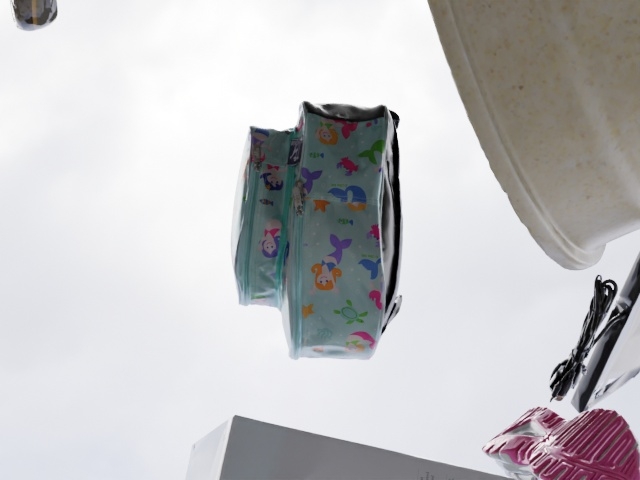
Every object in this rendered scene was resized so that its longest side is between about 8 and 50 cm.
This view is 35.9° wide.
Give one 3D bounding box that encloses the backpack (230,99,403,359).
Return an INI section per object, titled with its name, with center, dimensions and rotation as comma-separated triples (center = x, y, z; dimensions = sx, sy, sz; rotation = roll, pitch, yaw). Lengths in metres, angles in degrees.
[backpack]
center = 0.000, 0.000, 1.048
dimensions = 0.191, 0.225, 0.253
rotation = -3, -112, -5

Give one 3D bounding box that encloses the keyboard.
[keyboard]
center = 0.321, 0.064, 1.027
dimensions = 0.201, 0.317, 0.033
rotation = -23, -131, -35

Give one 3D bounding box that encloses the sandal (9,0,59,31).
[sandal]
center = -0.110, -0.189, 0.454
dimensions = 0.060, 0.219, 0.090
rotation = 1, -134, -21

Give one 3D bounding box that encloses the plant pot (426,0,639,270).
[plant pot]
center = 0.265, -0.179, 0.627
dimensions = 0.305, 0.334, 0.333
rotation = -17, -143, 27

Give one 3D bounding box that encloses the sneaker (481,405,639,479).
[sneaker]
center = 0.260, 0.236, 0.983
dimensions = 0.103, 0.252, 0.111
rotation = -35, -87, -10

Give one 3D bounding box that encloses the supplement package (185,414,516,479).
[supplement package]
center = 0.006, 0.294, 0.890
dimensions = 0.263, 0.198, 0.199
rotation = 15, -112, -12
